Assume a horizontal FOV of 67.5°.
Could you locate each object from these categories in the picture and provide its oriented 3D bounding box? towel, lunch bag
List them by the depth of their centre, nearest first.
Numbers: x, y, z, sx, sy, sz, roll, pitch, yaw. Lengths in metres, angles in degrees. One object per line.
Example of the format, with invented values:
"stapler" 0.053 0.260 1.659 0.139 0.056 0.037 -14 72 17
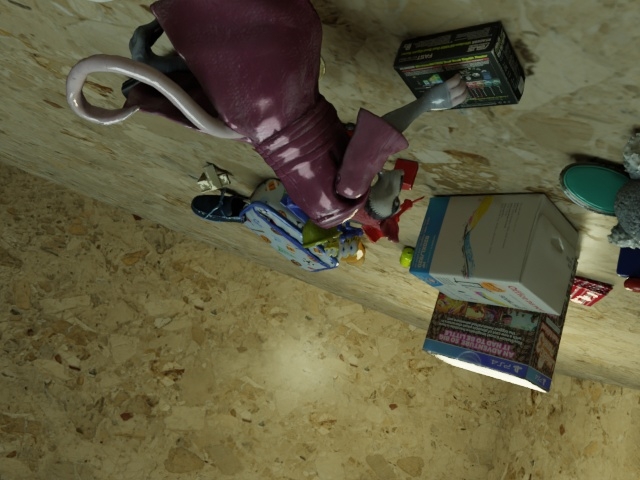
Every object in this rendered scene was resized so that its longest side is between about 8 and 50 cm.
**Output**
"towel" 0.570 0.111 1.230 0.274 0.031 0.199 15 168 19
"lunch bag" -0.077 -0.035 1.301 0.303 0.115 0.243 37 161 -16

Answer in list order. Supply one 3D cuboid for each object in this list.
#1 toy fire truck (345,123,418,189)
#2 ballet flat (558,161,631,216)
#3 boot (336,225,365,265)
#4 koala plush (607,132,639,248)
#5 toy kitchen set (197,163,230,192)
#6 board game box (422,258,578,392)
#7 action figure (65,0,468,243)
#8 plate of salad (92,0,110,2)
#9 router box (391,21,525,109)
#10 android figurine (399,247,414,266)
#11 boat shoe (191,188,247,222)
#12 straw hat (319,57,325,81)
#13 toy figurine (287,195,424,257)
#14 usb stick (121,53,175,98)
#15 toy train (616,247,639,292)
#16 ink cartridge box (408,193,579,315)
"toy fire truck" 0.068 -0.151 0.846 0.192 0.047 0.135 15 168 23
"ballet flat" 0.422 -0.061 0.664 0.188 0.070 0.070 21 168 11
"boot" 0.000 0.001 1.515 0.295 0.104 0.211 11 160 17
"koala plush" 0.448 -0.023 0.541 0.221 0.203 0.196 23 143 45
"toy kitchen set" -0.295 -0.185 1.318 0.083 0.075 0.068 -15 118 7
"board game box" 0.390 0.143 1.040 0.232 0.291 0.141 7 162 46
"action figure" -0.026 -0.122 0.525 0.370 0.276 0.248 50 148 -17
"plate of salad" -0.346 -0.361 0.587 0.199 0.048 0.200 18 168 4
"router box" 0.158 -0.193 0.548 0.122 0.038 0.092 8 163 41
"android figurine" 0.351 0.084 1.389 0.248 0.056 0.273 18 168 11
"boat shoe" -0.270 -0.110 1.474 0.258 0.109 0.089 4 160 -2
"straw hat" -0.071 -0.235 0.670 0.144 0.061 0.144 19 167 5
"toy figurine" 0.021 -0.107 1.025 0.217 0.191 0.362 54 164 -11
"usb stick" -0.274 -0.276 0.848 0.278 0.045 0.077 5 154 49
"toy train" 0.626 0.055 0.764 0.248 0.105 0.143 9 174 40
"ink cartridge box" 0.326 0.024 0.908 0.171 0.168 0.232 30 163 -36
